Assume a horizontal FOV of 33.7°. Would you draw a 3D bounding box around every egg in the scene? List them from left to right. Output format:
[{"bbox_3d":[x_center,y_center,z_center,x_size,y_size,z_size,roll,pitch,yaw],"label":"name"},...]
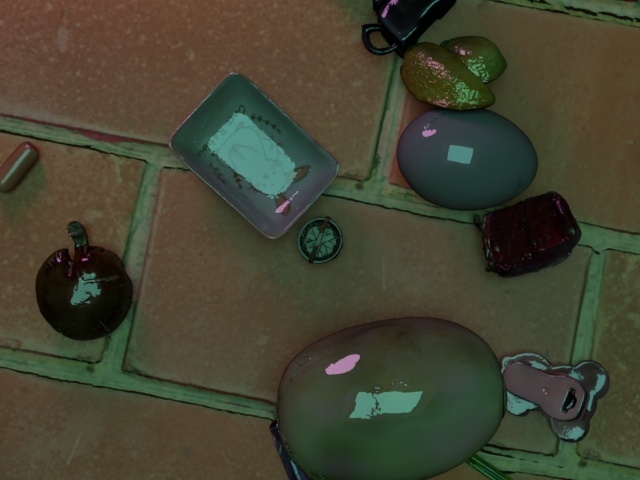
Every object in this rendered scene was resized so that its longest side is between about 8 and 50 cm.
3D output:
[{"bbox_3d":[0.204,-0.114,1.471,0.198,0.146,0.146,7,88,-12],"label":"egg"}]

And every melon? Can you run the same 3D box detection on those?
[{"bbox_3d":[0.089,0.218,1.418,0.316,0.223,0.223,-11,88,-2],"label":"melon"}]

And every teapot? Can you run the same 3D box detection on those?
[{"bbox_3d":[0.122,-0.342,1.512,0.096,0.087,0.177,43,88,7],"label":"teapot"}]

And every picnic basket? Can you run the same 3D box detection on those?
[{"bbox_3d":[0.000,0.000,1.497,0.072,0.083,0.072,0,87,1],"label":"picnic basket"}]

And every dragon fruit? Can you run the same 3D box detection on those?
[{"bbox_3d":[0.305,-0.010,1.502,0.147,0.096,0.102,-22,76,30],"label":"dragon fruit"}]

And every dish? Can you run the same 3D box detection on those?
[{"bbox_3d":[-0.093,-0.117,1.506,0.212,0.077,0.151,42,87,2],"label":"dish"}]

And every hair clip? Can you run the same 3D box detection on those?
[{"bbox_3d":[0.329,0.216,1.516,0.138,0.102,0.123,17,85,33],"label":"hair clip"}]

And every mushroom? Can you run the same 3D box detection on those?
[{"bbox_3d":[-0.337,0.057,1.499,0.135,0.080,0.171,-10,91,-10],"label":"mushroom"}]

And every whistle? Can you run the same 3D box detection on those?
[{"bbox_3d":[-0.029,0.339,1.509,0.033,0.033,0.176,-22,88,-1],"label":"whistle"}]

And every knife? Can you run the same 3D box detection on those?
[{"bbox_3d":[0.286,0.359,1.513,0.184,0.026,0.022,34,118,3],"label":"knife"}]

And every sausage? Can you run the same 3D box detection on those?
[{"bbox_3d":[-0.440,-0.106,1.528,0.034,0.034,0.083,39,89,2],"label":"sausage"}]

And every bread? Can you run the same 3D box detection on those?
[{"bbox_3d":[0.193,-0.243,1.468,0.149,0.188,0.065,-15,125,-9],"label":"bread"}]
